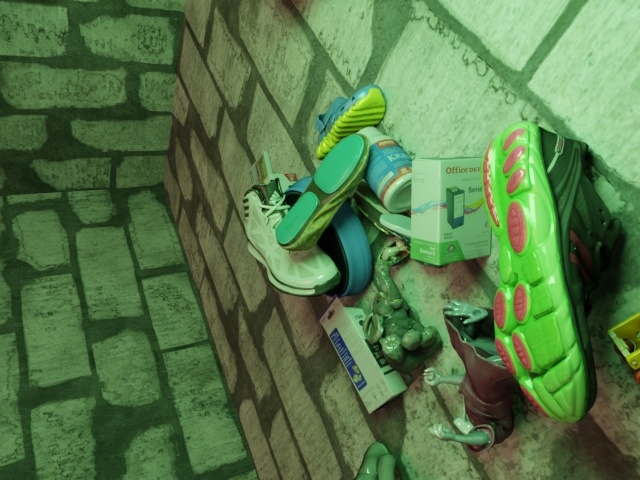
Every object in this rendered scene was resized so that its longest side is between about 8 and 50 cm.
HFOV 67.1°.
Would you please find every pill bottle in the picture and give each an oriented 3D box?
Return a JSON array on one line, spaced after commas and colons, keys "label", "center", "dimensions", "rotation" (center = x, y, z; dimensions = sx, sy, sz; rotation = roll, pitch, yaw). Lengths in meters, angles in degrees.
[{"label": "pill bottle", "center": [0.162, -0.184, 1.205], "dimensions": [0.222, 0.124, 0.124], "rotation": [58, 142, 34]}]

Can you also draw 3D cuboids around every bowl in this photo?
[{"label": "bowl", "center": [0.000, 0.000, 1.471], "dimensions": [0.391, 0.077, 0.391], "rotation": [42, 147, 36]}]

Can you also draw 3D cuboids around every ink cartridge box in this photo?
[{"label": "ink cartridge box", "center": [0.118, 0.329, 1.440], "dimensions": [0.333, 0.065, 0.165], "rotation": [59, 145, 23]}, {"label": "ink cartridge box", "center": [-0.128, -0.159, 1.733], "dimensions": [0.063, 0.109, 0.151], "rotation": [-35, 67, 54]}, {"label": "ink cartridge box", "center": [0.273, -0.067, 1.008], "dimensions": [0.093, 0.154, 0.213], "rotation": [14, 109, 59]}]

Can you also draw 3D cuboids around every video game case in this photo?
[{"label": "video game case", "center": [-0.237, -0.232, 1.995], "dimensions": [0.193, 0.023, 0.213], "rotation": [-32, 68, 58]}]

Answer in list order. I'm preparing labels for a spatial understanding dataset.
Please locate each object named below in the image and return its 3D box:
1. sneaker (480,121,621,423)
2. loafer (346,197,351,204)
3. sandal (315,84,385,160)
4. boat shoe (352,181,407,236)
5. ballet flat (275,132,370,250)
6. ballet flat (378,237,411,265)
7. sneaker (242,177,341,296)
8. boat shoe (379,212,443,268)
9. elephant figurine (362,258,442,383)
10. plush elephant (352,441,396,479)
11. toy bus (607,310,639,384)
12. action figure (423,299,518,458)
[{"label": "sneaker", "center": [0.388, 0.041, 0.765], "dimensions": [0.185, 0.202, 0.483], "rotation": [140, 129, -77]}, {"label": "loafer", "center": [0.040, -0.141, 1.457], "dimensions": [0.109, 0.095, 0.303], "rotation": [55, 141, 39]}, {"label": "sandal", "center": [0.064, -0.345, 1.349], "dimensions": [0.317, 0.126, 0.138], "rotation": [-33, 64, 56]}, {"label": "boat shoe", "center": [0.139, -0.093, 1.310], "dimensions": [0.228, 0.081, 0.069], "rotation": [47, 131, 42]}, {"label": "ballet flat", "center": [0.021, -0.111, 1.212], "dimensions": [0.349, 0.123, 0.123], "rotation": [-52, 47, 15]}, {"label": "ballet flat", "center": [0.208, 0.018, 1.234], "dimensions": [0.188, 0.070, 0.070], "rotation": [-53, 52, 51]}, {"label": "sneaker", "center": [-0.116, -0.025, 1.380], "dimensions": [0.447, 0.169, 0.258], "rotation": [32, 142, 49]}, {"label": "boat shoe", "center": [0.218, 0.003, 1.150], "dimensions": [0.183, 0.065, 0.083], "rotation": [24, 125, 20]}, {"label": "elephant figurine", "center": [0.190, 0.204, 1.242], "dimensions": [0.186, 0.169, 0.239], "rotation": [-46, 45, 13]}, {"label": "plush elephant", "center": [0.186, 0.746, 1.301], "dimensions": [0.255, 0.272, 0.330], "rotation": [31, 170, 11]}, {"label": "toy bus", "center": [0.517, 0.192, 0.688], "dimensions": [0.104, 0.202, 0.191], "rotation": [-41, 49, 21]}, {"label": "action figure", "center": [0.351, 0.296, 0.996], "dimensions": [0.248, 0.275, 0.370], "rotation": [-81, -18, -61]}]
